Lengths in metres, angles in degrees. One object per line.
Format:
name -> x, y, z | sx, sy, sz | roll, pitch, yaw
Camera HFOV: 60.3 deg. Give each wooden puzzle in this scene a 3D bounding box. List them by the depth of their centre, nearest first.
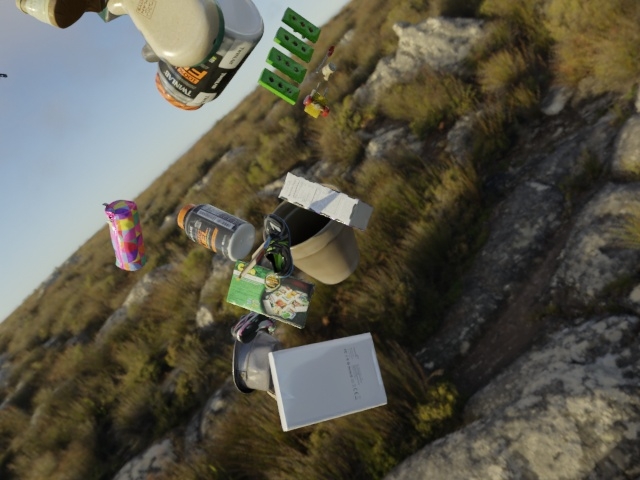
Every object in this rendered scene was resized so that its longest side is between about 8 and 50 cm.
wooden puzzle -> -0.149, 0.045, 1.251 | 0.116, 0.014, 0.079 | -43, 15, 45

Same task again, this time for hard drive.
hard drive -> 0.024, 0.394, 1.565 | 0.318, 0.211, 0.040 | -6, -15, -26

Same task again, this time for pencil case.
pencil case -> -0.613, -0.016, 1.727 | 0.104, 0.237, 0.104 | 0, 36, 0

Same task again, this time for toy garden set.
toy garden set -> -0.047, -0.456, 1.455 | 0.049, 0.203, 0.245 | -19, 49, 57

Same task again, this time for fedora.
fedora -> -0.203, 0.427, 1.965 | 0.124, 0.276, 0.243 | 11, 17, 24

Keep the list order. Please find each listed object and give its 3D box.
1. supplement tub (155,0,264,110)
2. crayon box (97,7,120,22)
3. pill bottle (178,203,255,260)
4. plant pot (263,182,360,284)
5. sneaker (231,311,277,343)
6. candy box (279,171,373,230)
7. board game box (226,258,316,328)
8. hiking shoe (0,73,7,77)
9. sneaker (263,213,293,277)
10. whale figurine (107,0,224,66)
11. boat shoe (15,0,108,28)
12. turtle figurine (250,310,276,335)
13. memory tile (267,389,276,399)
supplement tub -> -0.300, -0.492, 1.434 | 0.316, 0.193, 0.194 | -38, 15, 44
crayon box -> -0.471, -0.744, 1.491 | 0.323, 0.083, 0.203 | -43, 2, -32
pill bottle -> -0.336, -0.036, 1.743 | 0.245, 0.131, 0.130 | 23, 58, 27
plant pot -> 0.000, 0.000, 1.998 | 0.323, 0.280, 0.323 | -22, 38, 19
sneaker -> -0.205, 0.240, 1.689 | 0.077, 0.072, 0.178 | 10, 31, 41
candy box -> 0.018, -0.095, 1.385 | 0.070, 0.196, 0.165 | -68, -19, 3
board game box -> -0.149, 0.155, 1.630 | 0.030, 0.259, 0.136 | -1, -73, -70
hiking shoe -> -1.018, -0.416, 1.617 | 0.227, 0.114, 0.086 | -67, 13, -7
sneaker -> -0.124, 0.014, 1.575 | 0.067, 0.188, 0.078 | -14, -4, 20
whale figurine -> -0.334, -0.495, 1.217 | 0.216, 0.271, 0.141 | -64, -12, 18
boat shoe -> -0.529, -0.536, 1.171 | 0.285, 0.089, 0.105 | -77, 2, -55
turtle figurine -> -0.282, 0.363, 2.465 | 0.118, 0.175, 0.234 | 99, 179, -54
memory tile -> -0.096, 0.511, 1.689 | 0.113, 0.148, 0.012 | 8, 56, 54
